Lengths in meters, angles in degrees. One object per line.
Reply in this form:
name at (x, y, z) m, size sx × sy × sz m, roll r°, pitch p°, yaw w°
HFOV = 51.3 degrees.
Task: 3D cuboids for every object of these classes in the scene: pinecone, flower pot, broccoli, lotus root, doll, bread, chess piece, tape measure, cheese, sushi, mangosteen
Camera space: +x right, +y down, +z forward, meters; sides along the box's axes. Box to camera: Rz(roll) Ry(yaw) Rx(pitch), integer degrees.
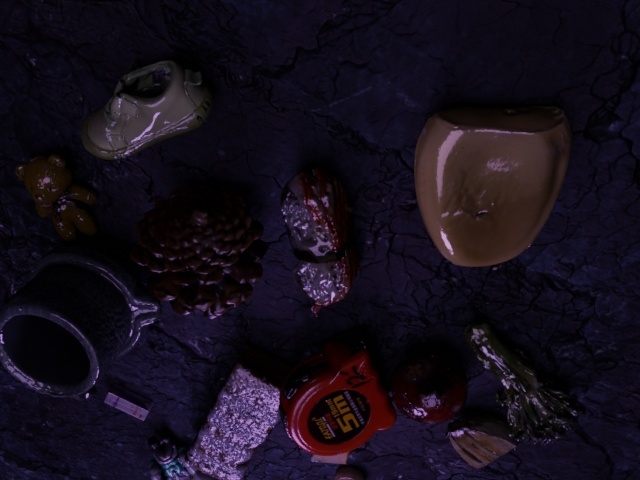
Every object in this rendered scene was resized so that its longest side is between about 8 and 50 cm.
pinecone at (-0.225, 0.037, 1.302) m, size 0.264 × 0.264 × 0.264 m, roll 6°, pitch 124°, yaw 9°
flower pot at (-0.498, 0.161, 1.426) m, size 0.299 × 0.283 × 0.299 m, roll 5°, pitch 120°, yaw 9°
broccoli at (0.405, 0.291, 1.398) m, size 0.165 × 0.145 × 0.304 m, roll -35°, pitch 97°, yaw 25°
lotus root at (0.363, 0.446, 1.537) m, size 0.144 × 0.070 × 0.143 m, roll 36°, pitch 130°, yaw -16°
doll at (-0.394, 0.657, 1.802) m, size 0.258 × 0.153 × 0.195 m, roll 40°, pitch 95°, yaw -19°
bread at (-0.196, 0.439, 1.639) m, size 0.165 × 0.113 × 0.416 m, roll 25°, pitch 124°, yaw -6°
chess piece at (0.076, 0.630, 1.746) m, size 0.084 × 0.038 × 0.083 m, roll 5°, pitch 122°, yaw 8°
tape measure at (0.031, 0.350, 1.480) m, size 0.260 × 0.114 × 0.253 m, roll -27°, pitch 117°, yaw -4°
doll at (-0.544, -0.080, 1.388) m, size 0.137 × 0.097 × 0.209 m, roll -12°, pitch 125°, yaw 14°
cheese at (0.290, -0.082, 1.167) m, size 0.260 × 0.128 × 0.315 m, roll 6°, pitch 126°, yaw 7°
sushi at (0.000, 0.000, 1.293) m, size 0.130 × 0.124 × 0.332 m, roll 1°, pitch 122°, yaw 25°
mangosteen at (0.242, 0.322, 1.439) m, size 0.166 × 0.166 × 0.180 m, roll -16°, pitch 144°, yaw 22°

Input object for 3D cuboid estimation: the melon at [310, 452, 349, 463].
melon at (0.044, 0.490, 1.653) m, size 0.098 × 0.054 × 0.182 m, roll 15°, pitch 126°, yaw -4°

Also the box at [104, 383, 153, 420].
box at (-0.502, 0.424, 1.747) m, size 0.117 × 0.036 × 0.050 m, roll 29°, pitch 125°, yaw -8°

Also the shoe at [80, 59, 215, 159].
shoe at (-0.320, -0.247, 1.205) m, size 0.262 × 0.140 × 0.128 m, roll -10°, pitch 130°, yaw 13°
